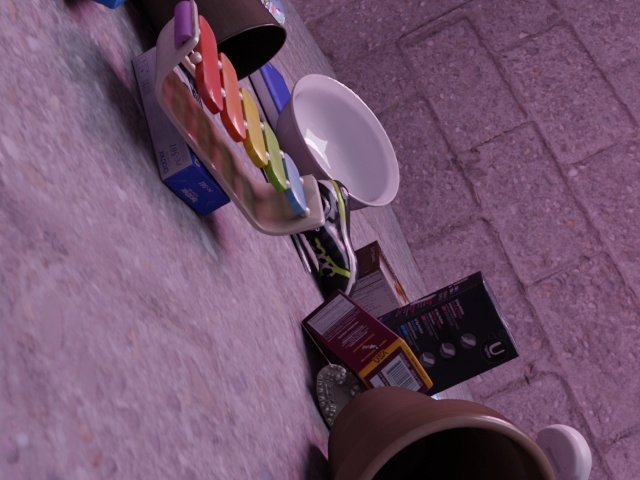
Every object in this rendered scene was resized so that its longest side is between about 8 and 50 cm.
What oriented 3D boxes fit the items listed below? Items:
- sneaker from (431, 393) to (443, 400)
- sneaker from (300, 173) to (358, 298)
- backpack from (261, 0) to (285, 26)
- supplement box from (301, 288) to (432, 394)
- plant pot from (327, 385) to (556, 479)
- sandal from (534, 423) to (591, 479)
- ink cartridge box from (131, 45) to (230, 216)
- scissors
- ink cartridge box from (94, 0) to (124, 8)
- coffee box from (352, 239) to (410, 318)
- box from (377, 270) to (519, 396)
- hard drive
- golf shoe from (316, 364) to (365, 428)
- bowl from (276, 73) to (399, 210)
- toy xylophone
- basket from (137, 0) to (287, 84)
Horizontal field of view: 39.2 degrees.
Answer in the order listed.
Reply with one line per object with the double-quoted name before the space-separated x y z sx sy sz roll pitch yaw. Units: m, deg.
"sneaker" 0.228 0.379 1.789 0.237 0.085 0.086 64 5 10
"sneaker" 0.000 0.000 1.604 0.097 0.084 0.235 -1 80 -37
"backpack" -0.153 -0.363 1.443 0.158 0.173 0.117 68 11 21
"supplement box" 0.064 0.163 1.310 0.188 0.081 0.104 35 -18 55
"plant pot" 0.112 0.284 1.064 0.263 0.263 0.229 60 -7 -19
"sandal" 0.395 0.511 1.580 0.169 0.102 0.416 -123 -137 -52
"ink cartridge box" -0.176 -0.139 1.126 0.097 0.046 0.207 47 19 -54
"scissors" -0.076 -0.083 1.587 0.109 0.021 0.297 59 11 -59
"ink cartridge box" -0.218 -0.394 1.026 0.078 0.231 0.134 24 21 -11
"coffee box" 0.131 0.144 1.842 0.246 0.098 0.141 61 10 -18
"box" 0.189 0.178 1.553 0.143 0.270 0.165 63 10 -1
"hard drive" -0.070 -0.251 1.975 0.319 0.040 0.210 67 10 15
"golf shoe" 0.037 0.247 1.264 0.176 0.069 0.086 62 -14 -15
"bowl" 0.011 -0.171 1.787 0.298 0.134 0.298 30 43 -33
"toy xylophone" -0.111 -0.154 1.121 0.323 0.081 0.236 52 15 -43
"basket" -0.183 -0.349 1.290 0.227 0.154 0.204 55 32 6
